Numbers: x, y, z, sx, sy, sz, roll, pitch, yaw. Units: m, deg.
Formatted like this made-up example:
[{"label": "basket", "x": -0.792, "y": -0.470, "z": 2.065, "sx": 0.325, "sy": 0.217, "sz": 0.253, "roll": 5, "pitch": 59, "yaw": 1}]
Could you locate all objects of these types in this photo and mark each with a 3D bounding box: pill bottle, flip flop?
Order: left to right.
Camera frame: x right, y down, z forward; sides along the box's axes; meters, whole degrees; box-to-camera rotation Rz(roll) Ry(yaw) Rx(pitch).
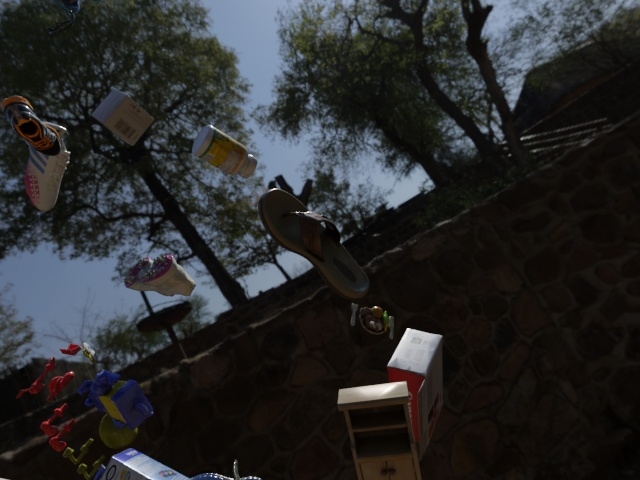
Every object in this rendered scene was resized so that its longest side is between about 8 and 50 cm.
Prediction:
[{"label": "pill bottle", "x": -0.329, "y": -0.301, "z": 1.414, "sx": 0.208, "sy": 0.117, "sz": 0.117, "roll": 28, "pitch": -50, "yaw": -37}, {"label": "flip flop", "x": 0.000, "y": 0.000, "z": 0.775, "sx": 0.080, "sy": 0.277, "sz": 0.112, "roll": -41, "pitch": 5, "yaw": 45}]

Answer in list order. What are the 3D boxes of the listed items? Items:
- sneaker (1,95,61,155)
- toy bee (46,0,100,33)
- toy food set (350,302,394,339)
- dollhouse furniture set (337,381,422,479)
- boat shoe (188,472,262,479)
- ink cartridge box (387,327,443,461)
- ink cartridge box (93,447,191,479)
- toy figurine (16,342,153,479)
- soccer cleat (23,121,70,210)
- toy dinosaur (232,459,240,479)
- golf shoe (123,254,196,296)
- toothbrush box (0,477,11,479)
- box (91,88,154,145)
[{"label": "sneaker", "x": -0.796, "y": -0.297, "z": 1.126, "sx": 0.084, "sy": 0.083, "sz": 0.215, "roll": -31, "pitch": -19, "yaw": -13}, {"label": "toy bee", "x": -0.574, "y": -0.611, "z": 0.913, "sx": 0.195, "sy": 0.298, "sz": 0.162, "roll": -30, "pitch": -47, "yaw": -3}, {"label": "toy food set", "x": 0.219, "y": 0.322, "z": 1.656, "sx": 0.132, "sy": 0.192, "sz": 0.038, "roll": -78, "pitch": 9, "yaw": -48}, {"label": "dollhouse furniture set", "x": 0.137, "y": 0.527, "z": 0.847, "sx": 0.362, "sy": 0.256, "sz": 0.394, "roll": -11, "pitch": 13, "yaw": 9}, {"label": "boat shoe", "x": -0.223, "y": 0.590, "z": 0.931, "sx": 0.183, "sy": 0.066, "sz": 0.066, "roll": 7, "pitch": 28, "yaw": -4}, {"label": "ink cartridge box", "x": 0.309, "y": 0.503, "z": 1.335, "sx": 0.130, "sy": 0.309, "sz": 0.272, "roll": 7, "pitch": 28, "yaw": 29}, {"label": "ink cartridge box", "x": -0.642, "y": 0.921, "z": 1.400, "sx": 0.151, "sy": 0.395, "sz": 0.270, "roll": 79, "pitch": -146, "yaw": -74}, {"label": "toy figurine", "x": -0.503, "y": 0.430, "z": 0.979, "sx": 0.217, "sy": 0.362, "sz": 0.191, "roll": 0, "pitch": 28, "yaw": 23}, {"label": "soccer cleat", "x": -1.009, "y": -0.274, "z": 1.506, "sx": 0.143, "sy": 0.331, "sz": 0.116, "roll": 2, "pitch": 7, "yaw": 6}, {"label": "toy dinosaur", "x": -0.145, "y": 0.366, "z": 0.503, "sx": 0.064, "sy": 0.118, "sz": 0.268, "roll": -1, "pitch": -18, "yaw": 8}, {"label": "golf shoe", "x": -0.491, "y": 0.123, "z": 1.223, "sx": 0.306, "sy": 0.140, "sz": 0.115, "roll": -4, "pitch": 50, "yaw": 47}, {"label": "toothbrush box", "x": -0.817, "y": 0.604, "z": 0.800, "sx": 0.295, "sy": 0.126, "sz": 0.216, "roll": -44, "pitch": -54, "yaw": 3}, {"label": "box", "x": -0.541, "y": -0.338, "z": 1.109, "sx": 0.102, "sy": 0.087, "sz": 0.101, "roll": -55, "pitch": -34, "yaw": -8}]
